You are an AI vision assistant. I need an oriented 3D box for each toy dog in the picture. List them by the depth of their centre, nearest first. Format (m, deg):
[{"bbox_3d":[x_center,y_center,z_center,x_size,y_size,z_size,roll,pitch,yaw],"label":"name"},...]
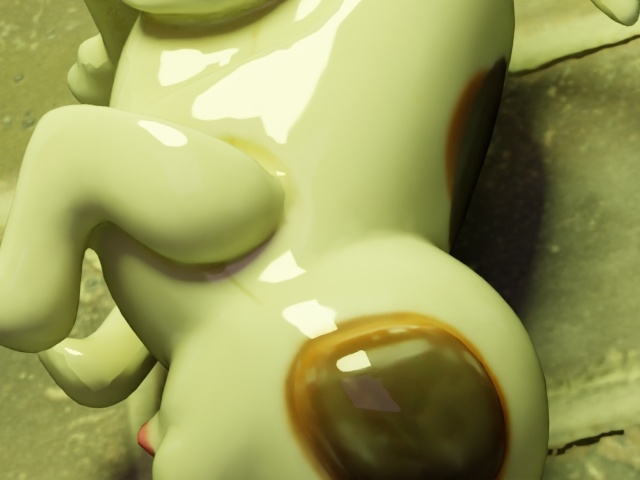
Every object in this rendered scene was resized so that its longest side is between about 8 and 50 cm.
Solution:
[{"bbox_3d":[0.000,0.000,0.802,0.395,0.284,0.408,-7,64,-5],"label":"toy dog"}]
